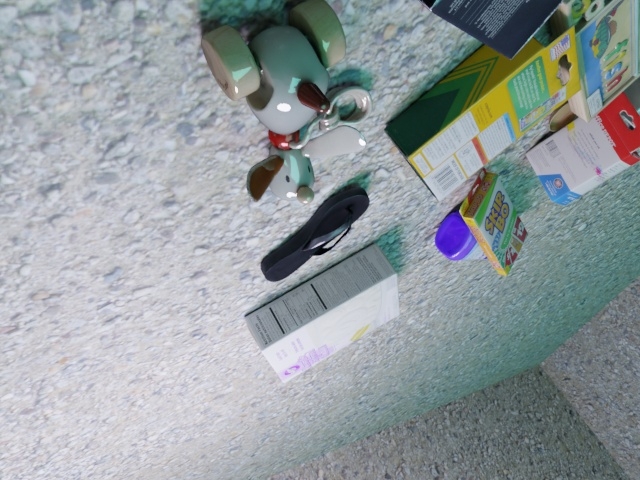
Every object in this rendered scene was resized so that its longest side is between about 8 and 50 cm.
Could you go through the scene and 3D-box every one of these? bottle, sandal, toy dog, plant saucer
[{"bbox_3d":[0.397,-0.011,1.466,0.282,0.092,0.118,0,128,-45],"label":"bottle"},{"bbox_3d":[0.000,0.001,1.132,0.254,0.054,0.097,-42,150,15],"label":"sandal"},{"bbox_3d":[-0.023,-0.146,0.782,0.220,0.161,0.333,-36,151,6],"label":"toy dog"},{"bbox_3d":[0.516,-0.269,1.281,0.083,0.015,0.083,-24,149,-16],"label":"plant saucer"}]

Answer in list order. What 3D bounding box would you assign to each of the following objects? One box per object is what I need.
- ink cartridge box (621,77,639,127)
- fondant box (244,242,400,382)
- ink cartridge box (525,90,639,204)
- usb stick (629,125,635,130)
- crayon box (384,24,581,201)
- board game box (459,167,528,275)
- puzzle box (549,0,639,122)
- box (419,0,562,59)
[{"bbox_3d":[0.784,-0.339,1.278,0.198,0.115,0.273,28,118,-29],"label":"ink cartridge box"},{"bbox_3d":[0.016,0.171,1.363,0.330,0.096,0.238,-28,151,-7],"label":"fondant box"},{"bbox_3d":[0.579,-0.193,1.289,0.231,0.134,0.078,-36,153,34],"label":"ink cartridge box"},{"bbox_3d":[0.770,-0.231,1.559,0.278,0.045,0.077,-45,150,20],"label":"usb stick"},{"bbox_3d":[0.286,-0.228,1.047,0.323,0.083,0.203,-38,150,10],"label":"crayon box"},{"bbox_3d":[0.394,-0.039,1.357,0.259,0.039,0.124,46,68,-39],"label":"board game box"},{"bbox_3d":[0.540,-0.401,1.057,0.272,0.052,0.409,-44,149,10],"label":"puzzle box"},{"bbox_3d":[0.176,-0.326,0.720,0.207,0.153,0.108,5,133,-47],"label":"box"}]
